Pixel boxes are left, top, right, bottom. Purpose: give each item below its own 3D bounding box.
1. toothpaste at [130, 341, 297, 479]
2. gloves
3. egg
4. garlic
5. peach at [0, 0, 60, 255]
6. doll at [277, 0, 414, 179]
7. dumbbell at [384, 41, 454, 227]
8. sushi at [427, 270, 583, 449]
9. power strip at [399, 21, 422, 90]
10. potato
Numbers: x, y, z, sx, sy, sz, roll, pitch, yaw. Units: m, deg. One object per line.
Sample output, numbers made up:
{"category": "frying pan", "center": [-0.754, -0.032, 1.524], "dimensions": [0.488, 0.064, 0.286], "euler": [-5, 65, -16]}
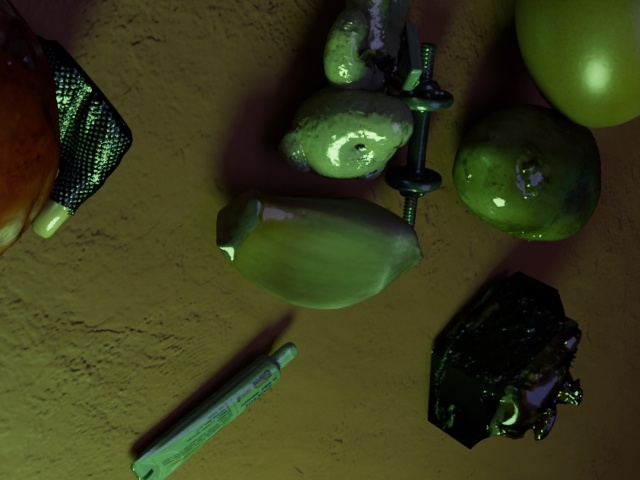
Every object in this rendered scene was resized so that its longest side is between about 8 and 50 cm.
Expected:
{"category": "toothpaste", "center": [-0.127, 0.213, 1.044], "dimensions": [0.255, 0.037, 0.067], "euler": [-39, 140, -22]}
{"category": "gloves", "center": [-0.264, -0.075, 0.716], "dimensions": [0.181, 0.106, 0.129], "euler": [-38, 157, -2]}
{"category": "egg", "center": [0.398, -0.320, 1.159], "dimensions": [0.250, 0.250, 0.322], "euler": [-16, 113, -41]}
{"category": "garlic", "center": [-0.004, 0.007, 1.012], "dimensions": [0.318, 0.112, 0.143], "euler": [7, 126, -50]}
{"category": "peach", "center": [-0.312, -0.086, 0.534], "dimensions": [0.281, 0.281, 0.238], "euler": [-53, -179, -14]}
{"category": "doll", "center": [0.062, -0.202, 0.957], "dimensions": [0.175, 0.149, 0.278], "euler": [6, 98, -41]}
{"category": "dumbbell", "center": [0.130, -0.135, 1.106], "dimensions": [0.082, 0.082, 0.254], "euler": [-18, 122, -40]}
{"category": "sushi", "center": [0.329, 0.216, 1.397], "dimensions": [0.227, 0.212, 0.215], "euler": [-26, 127, -35]}
{"category": "power strip", "center": [0.111, -0.231, 1.039], "dimensions": [0.016, 0.090, 0.040], "euler": [4, 151, -12]}
{"category": "potato", "center": [0.316, -0.102, 1.250], "dimensions": [0.307, 0.173, 0.210], "euler": [2, 110, -50]}
